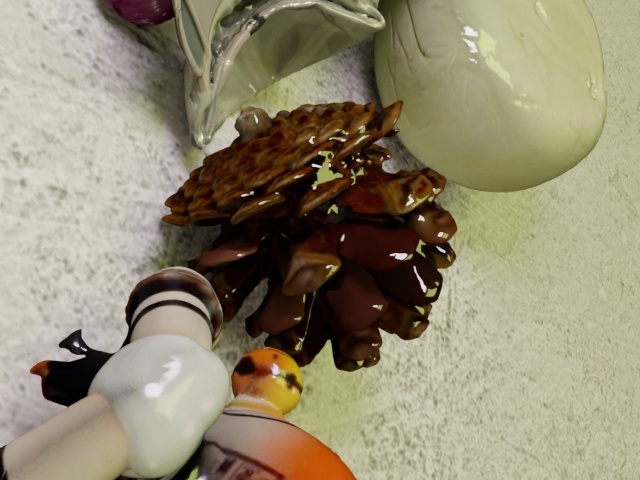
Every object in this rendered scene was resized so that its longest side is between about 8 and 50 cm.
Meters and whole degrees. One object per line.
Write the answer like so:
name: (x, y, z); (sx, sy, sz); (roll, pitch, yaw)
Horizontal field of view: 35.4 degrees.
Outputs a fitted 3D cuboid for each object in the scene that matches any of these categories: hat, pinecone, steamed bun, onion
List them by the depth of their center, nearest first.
pinecone: (0.006, -0.004, 0.886); (0.264, 0.264, 0.264); (28, 53, -44)
onion: (-0.158, -0.255, 0.920); (0.115, 0.104, 0.115); (16, 90, -76)
hat: (-0.071, -0.220, 0.922); (0.219, 0.164, 0.226); (-34, 121, -14)
steamed bun: (0.190, -0.209, 1.244); (0.333, 0.233, 0.312); (26, 56, -34)

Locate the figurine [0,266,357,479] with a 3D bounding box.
figurine: (-0.074, 0.206, 0.706); (0.323, 0.196, 0.320); (57, 48, -23)
